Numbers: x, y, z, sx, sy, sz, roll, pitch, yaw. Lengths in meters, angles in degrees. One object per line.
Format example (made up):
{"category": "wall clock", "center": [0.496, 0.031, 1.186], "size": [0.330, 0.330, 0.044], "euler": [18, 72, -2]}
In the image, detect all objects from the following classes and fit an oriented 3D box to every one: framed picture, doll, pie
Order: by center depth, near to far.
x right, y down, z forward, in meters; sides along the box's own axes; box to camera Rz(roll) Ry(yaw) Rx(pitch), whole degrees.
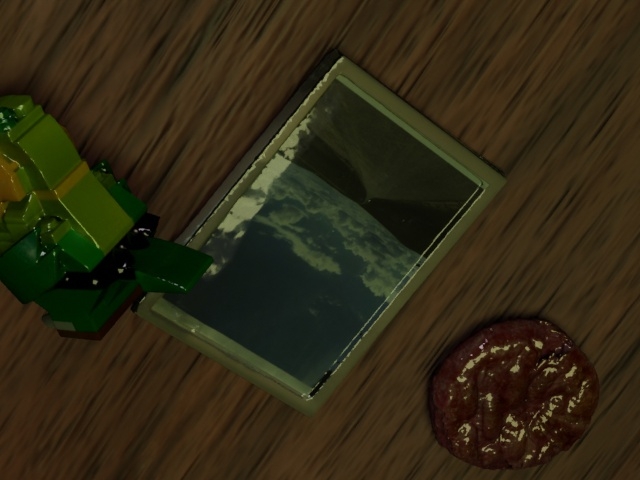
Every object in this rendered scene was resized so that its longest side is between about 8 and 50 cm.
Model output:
{"category": "doll", "center": [-0.183, -0.018, 0.949], "size": [0.186, 0.106, 0.134], "euler": [48, 137, -11]}
{"category": "framed picture", "center": [0.000, 0.000, 1.059], "size": [0.189, 0.023, 0.260], "euler": [34, 101, -27]}
{"category": "pie", "center": [0.164, 0.132, 1.148], "size": [0.154, 0.036, 0.154], "euler": [-6, 115, -13]}
